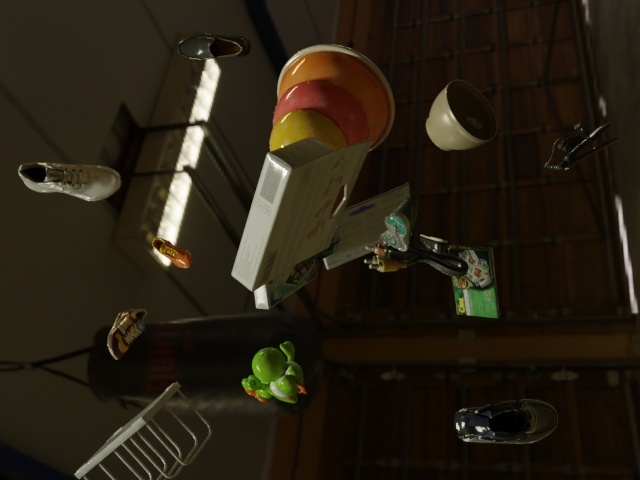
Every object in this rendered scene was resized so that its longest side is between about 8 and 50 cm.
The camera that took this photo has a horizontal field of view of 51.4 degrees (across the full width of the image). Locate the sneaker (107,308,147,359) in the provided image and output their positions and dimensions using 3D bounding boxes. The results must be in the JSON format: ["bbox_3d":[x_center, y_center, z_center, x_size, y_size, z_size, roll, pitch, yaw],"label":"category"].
[{"bbox_3d":[-0.567,0.270,1.966,0.185,0.084,0.069,-91,-17,-51],"label":"sneaker"}]

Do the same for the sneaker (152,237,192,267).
[{"bbox_3d":[-0.489,0.044,2.180,0.067,0.175,0.064,18,-85,-57],"label":"sneaker"}]

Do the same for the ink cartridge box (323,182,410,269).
[{"bbox_3d":[0.140,-0.060,2.187,0.330,0.324,0.071,75,173,-58],"label":"ink cartridge box"}]

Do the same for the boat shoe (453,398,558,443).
[{"bbox_3d":[0.550,0.500,1.822,0.158,0.340,0.127,148,118,-63],"label":"boat shoe"}]

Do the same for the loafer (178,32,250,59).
[{"bbox_3d":[-0.248,-0.445,1.525,0.061,0.170,0.062,-75,-20,-69],"label":"loafer"}]

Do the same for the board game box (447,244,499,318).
[{"bbox_3d":[0.481,0.130,2.078,0.030,0.136,0.259,-55,-40,-48],"label":"board game box"}]

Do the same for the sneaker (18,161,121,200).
[{"bbox_3d":[-0.741,-0.178,1.960,0.129,0.297,0.111,161,110,-85],"label":"sneaker"}]

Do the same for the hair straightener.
[{"bbox_3d":[0.629,-0.240,1.628,0.089,0.230,0.047,63,161,-4],"label":"hair straightener"}]

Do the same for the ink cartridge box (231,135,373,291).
[{"bbox_3d":[-0.038,-0.067,1.318,0.261,0.066,0.296,-29,-31,-48],"label":"ink cartridge box"}]

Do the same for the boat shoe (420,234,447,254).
[{"bbox_3d":[0.293,0.010,1.753,0.133,0.049,0.042,-151,73,-74],"label":"boat shoe"}]

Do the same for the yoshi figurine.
[{"bbox_3d":[-0.161,0.431,2.198,0.362,0.203,0.203,136,135,-68],"label":"yoshi figurine"}]

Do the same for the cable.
[{"bbox_3d":[0.265,0.050,1.868,0.139,0.287,0.072,-94,18,-54],"label":"cable"}]

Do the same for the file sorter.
[{"bbox_3d":[-0.443,0.541,1.717,0.173,0.278,0.193,48,-160,-3],"label":"file sorter"}]

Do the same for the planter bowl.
[{"bbox_3d":[0.316,-0.277,1.555,0.162,0.109,0.162,19,-124,-30],"label":"planter bowl"}]

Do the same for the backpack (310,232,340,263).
[{"bbox_3d":[0.000,0.000,1.976,0.114,0.105,0.084,-21,-46,-47],"label":"backpack"}]

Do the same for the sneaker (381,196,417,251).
[{"bbox_3d":[0.170,-0.033,1.360,0.076,0.065,0.166,-56,-10,-17],"label":"sneaker"}]

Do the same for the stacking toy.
[{"bbox_3d":[-0.027,-0.269,1.749,0.480,0.350,0.350,-61,-36,-45],"label":"stacking toy"}]

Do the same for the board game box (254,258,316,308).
[{"bbox_3d":[-0.109,0.068,2.037,0.305,0.053,0.193,-30,-62,-59],"label":"board game box"}]
